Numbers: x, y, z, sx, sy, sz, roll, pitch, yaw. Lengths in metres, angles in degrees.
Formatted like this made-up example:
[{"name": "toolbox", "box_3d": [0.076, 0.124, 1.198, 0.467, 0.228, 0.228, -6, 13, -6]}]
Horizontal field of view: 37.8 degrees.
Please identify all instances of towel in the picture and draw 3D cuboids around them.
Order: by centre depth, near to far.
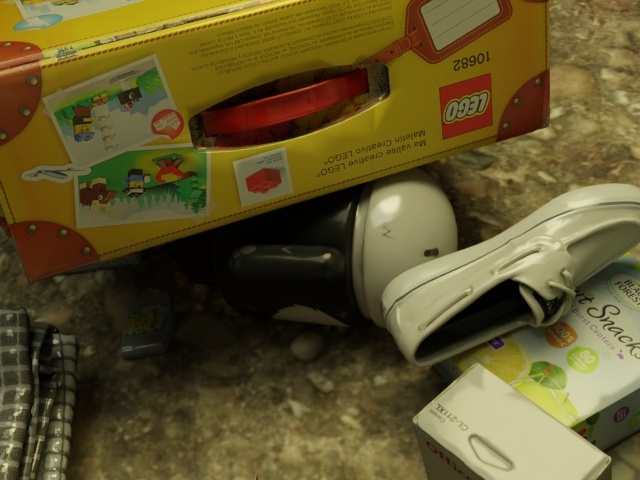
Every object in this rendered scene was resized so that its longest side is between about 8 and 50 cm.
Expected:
[{"name": "towel", "box_3d": [-0.382, 0.190, 0.879, 0.283, 0.121, 0.235, -8, 57, 10]}]

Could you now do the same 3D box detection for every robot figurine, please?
[{"name": "robot figurine", "box_3d": [-0.001, 0.003, 0.948, 0.278, 0.173, 0.209, 4, 50, 21]}]

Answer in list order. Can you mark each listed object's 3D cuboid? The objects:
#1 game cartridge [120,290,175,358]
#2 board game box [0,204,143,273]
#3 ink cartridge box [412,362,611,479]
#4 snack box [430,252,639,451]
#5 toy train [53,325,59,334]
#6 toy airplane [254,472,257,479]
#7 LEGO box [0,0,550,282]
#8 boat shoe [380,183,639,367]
[{"name": "game cartridge", "box_3d": [-0.188, 0.091, 1.025, 0.056, 0.017, 0.083, -8, 44, 3]}, {"name": "board game box", "box_3d": [-0.289, -0.108, 1.164, 0.144, 0.142, 0.275, -7, 44, 10]}, {"name": "ink cartridge box", "box_3d": [0.148, 0.195, 0.701, 0.072, 0.175, 0.127, -37, 47, -20]}, {"name": "snack box", "box_3d": [0.227, 0.100, 0.850, 0.207, 0.070, 0.174, -26, 43, -12]}, {"name": "toy train", "box_3d": [-0.322, 0.156, 0.994, 0.036, 0.027, 0.158, -5, 44, 29]}, {"name": "toy airplane", "box_3d": [-0.066, 0.272, 0.796, 0.151, 0.028, 0.151, -8, 44, 7]}, {"name": "LEGO box", "box_3d": [-0.086, -0.194, 0.934, 0.500, 0.193, 0.372, -17, 32, -13]}, {"name": "boat shoe", "box_3d": [0.183, 0.039, 0.820, 0.258, 0.095, 0.084, -27, 43, 5]}]
